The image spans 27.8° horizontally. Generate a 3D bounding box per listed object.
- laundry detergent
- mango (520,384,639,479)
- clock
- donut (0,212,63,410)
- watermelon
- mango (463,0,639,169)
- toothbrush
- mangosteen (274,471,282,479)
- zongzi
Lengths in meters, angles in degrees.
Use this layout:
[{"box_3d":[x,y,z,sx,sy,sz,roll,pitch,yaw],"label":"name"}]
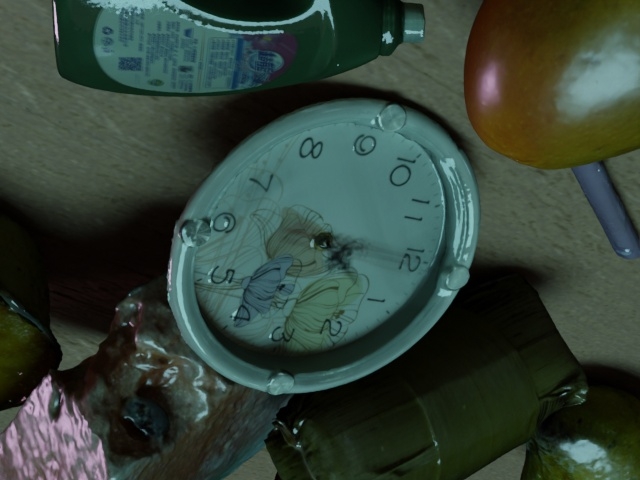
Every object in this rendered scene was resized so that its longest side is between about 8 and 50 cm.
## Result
[{"box_3d":[-0.043,-0.134,0.729,0.211,0.063,0.137,2,145,-6],"label":"laundry detergent"},{"box_3d":[0.307,0.255,1.387,0.177,0.175,0.329,-28,134,-16],"label":"mango"},{"box_3d":[0.000,0.000,0.917,0.236,0.053,0.236,-13,123,-20],"label":"clock"},{"box_3d":[-0.333,0.036,0.998,0.272,0.107,0.272,1,147,0],"label":"donut"},{"box_3d":[-0.130,0.145,1.032,0.264,0.151,0.302,-32,170,-35],"label":"watermelon"},{"box_3d":[0.185,-0.129,0.695,0.253,0.113,0.138,-30,120,23],"label":"mango"},{"box_3d":[0.181,-0.060,0.911,0.024,0.029,0.354,3,157,27],"label":"toothbrush"},{"box_3d":[0.032,0.288,1.413,0.172,0.172,0.184,-12,151,18],"label":"mangosteen"},{"box_3d":[0.048,0.161,1.135,0.274,0.145,0.300,-23,173,-30],"label":"zongzi"}]
